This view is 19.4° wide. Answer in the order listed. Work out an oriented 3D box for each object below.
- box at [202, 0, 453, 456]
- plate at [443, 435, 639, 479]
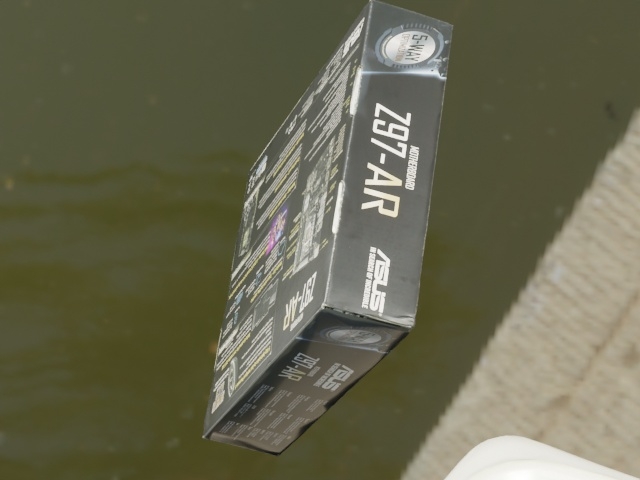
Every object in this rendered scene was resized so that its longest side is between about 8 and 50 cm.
[{"bbox_3d":[0.000,0.000,0.380,0.083,0.018,0.067,129,153,-60],"label":"box"},{"bbox_3d":[0.097,0.180,0.731,0.278,0.277,0.045,14,131,40],"label":"plate"}]
